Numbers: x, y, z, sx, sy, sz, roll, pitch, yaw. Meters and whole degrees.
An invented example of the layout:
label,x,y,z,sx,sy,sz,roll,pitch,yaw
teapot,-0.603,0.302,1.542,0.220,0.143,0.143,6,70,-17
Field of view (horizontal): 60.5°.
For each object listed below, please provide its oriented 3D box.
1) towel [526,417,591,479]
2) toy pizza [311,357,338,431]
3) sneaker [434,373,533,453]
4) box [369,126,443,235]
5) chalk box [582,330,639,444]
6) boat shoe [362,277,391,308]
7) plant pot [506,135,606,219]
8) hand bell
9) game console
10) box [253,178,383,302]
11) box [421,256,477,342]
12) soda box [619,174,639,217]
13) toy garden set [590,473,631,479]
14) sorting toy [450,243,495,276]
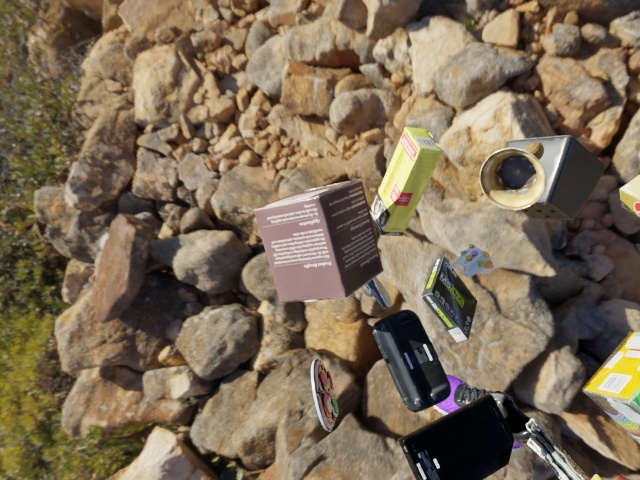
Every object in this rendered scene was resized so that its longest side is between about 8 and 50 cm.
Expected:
label,x,y,z,sx,sy,sz,roll,pitch,yaw
towel,0.563,0.545,1.113,0.056,0.312,0.324,-41,99,6
toy pizza,0.016,0.427,1.531,0.032,0.201,0.201,-14,78,8
sneaker,0.402,0.404,1.366,0.293,0.146,0.102,30,56,8
box,0.178,-0.120,1.175,0.058,0.232,0.087,1,44,-22
chalk box,0.723,0.342,1.091,0.289,0.180,0.179,43,82,3
boat shoe,0.114,0.103,1.243,0.043,0.049,0.137,-40,59,14
plant pot,0.594,-0.152,1.432,0.188,0.187,0.166,6,76,55
hand bell,0.431,-0.163,1.151,0.126,0.242,0.126,15,120,28
game console,0.232,0.309,1.107,0.213,0.044,0.361,-20,76,-16
box,0.000,0.000,1.111,0.169,0.167,0.203,-8,102,35
box,0.386,0.173,1.626,0.045,0.184,0.190,-28,107,40
soda box,0.726,-0.065,1.154,0.058,0.061,0.181,-35,40,-4
toy garden set,0.211,0.321,0.448,0.049,0.244,0.203,28,104,10
sorting toy,0.330,0.051,1.220,0.075,0.044,0.083,-33,42,-22
